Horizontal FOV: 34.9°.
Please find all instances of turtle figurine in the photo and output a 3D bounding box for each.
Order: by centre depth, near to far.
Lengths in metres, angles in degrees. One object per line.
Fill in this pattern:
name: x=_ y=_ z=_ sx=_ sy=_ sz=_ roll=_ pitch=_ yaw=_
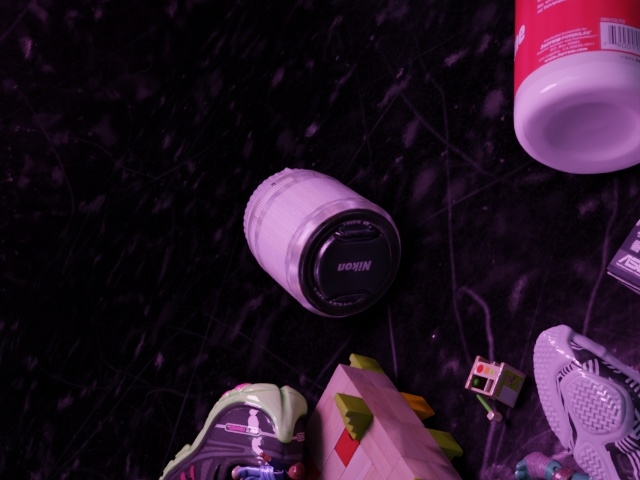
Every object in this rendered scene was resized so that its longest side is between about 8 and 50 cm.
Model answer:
turtle figurine: x=0.349 y=0.335 z=1.235 sx=0.234 sy=0.118 sz=0.175 roll=8 pitch=113 yaw=57

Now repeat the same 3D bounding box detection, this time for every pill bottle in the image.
pill bottle: x=0.411 y=-0.324 z=1.553 sx=0.229 sy=0.229 sz=0.407 roll=-25 pitch=46 yaw=41

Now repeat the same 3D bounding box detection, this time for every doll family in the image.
doll family: x=-0.051 y=0.387 z=1.478 sx=0.111 sy=0.193 sz=0.076 roll=-10 pitch=40 yaw=32

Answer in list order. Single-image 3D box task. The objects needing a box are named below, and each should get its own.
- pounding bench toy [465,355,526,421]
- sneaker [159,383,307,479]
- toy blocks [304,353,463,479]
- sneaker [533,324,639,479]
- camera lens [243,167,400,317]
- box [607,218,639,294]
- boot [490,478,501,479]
pounding bench toy: x=0.250 y=0.222 z=1.505 sx=0.065 sy=0.052 sz=0.083 roll=9 pitch=72 yaw=55
sneaker: x=-0.159 y=0.432 z=1.674 sx=0.202 sy=0.185 sz=0.482 roll=-98 pitch=25 yaw=-45
toy blocks: x=0.063 y=0.381 z=1.552 sx=0.261 sy=0.191 sz=0.381 roll=-64 pitch=30 yaw=16
sneaker: x=0.411 y=0.210 z=1.118 sx=0.366 sy=0.210 sz=0.137 roll=49 pitch=149 yaw=34
camera lens: x=0.000 y=0.000 z=1.859 sx=0.219 sy=0.219 sz=0.274 roll=-58 pitch=33 yaw=3
box: x=0.576 y=-0.007 z=1.208 sx=0.318 sy=0.097 sz=0.395 roll=-59 pitch=33 yaw=3
boot: x=0.230 y=0.396 z=1.411 sx=0.106 sy=0.037 sz=0.114 roll=-39 pitch=39 yaw=7
